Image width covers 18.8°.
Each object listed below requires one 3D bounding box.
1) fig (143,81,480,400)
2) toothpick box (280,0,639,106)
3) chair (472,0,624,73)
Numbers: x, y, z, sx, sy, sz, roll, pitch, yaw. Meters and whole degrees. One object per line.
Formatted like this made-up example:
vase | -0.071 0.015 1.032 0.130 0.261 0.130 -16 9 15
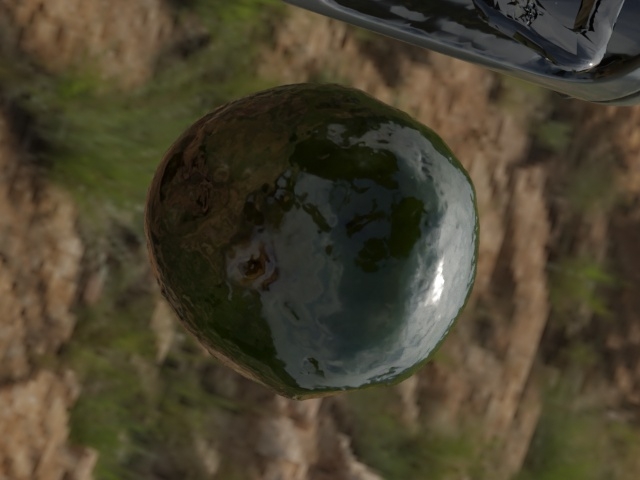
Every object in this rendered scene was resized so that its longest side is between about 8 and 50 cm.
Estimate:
fig | 0.000 0.000 1.161 0.245 0.195 0.195 0 106 -81
toothpick box | 0.038 -0.201 0.873 0.316 0.229 0.229 14 94 -25
chair | 0.083 -0.138 0.425 0.084 0.101 0.212 38 42 -14
